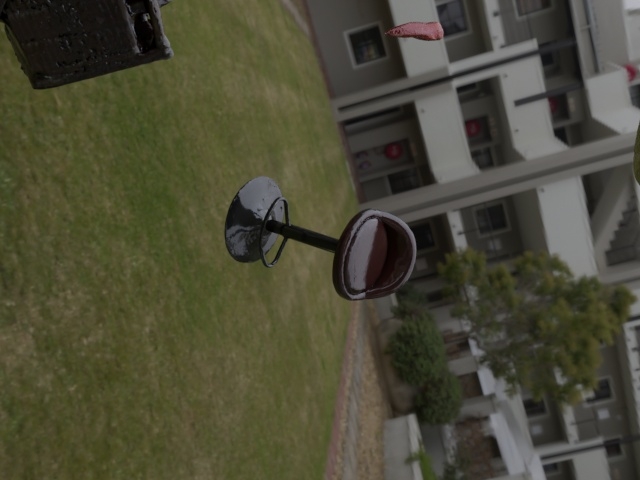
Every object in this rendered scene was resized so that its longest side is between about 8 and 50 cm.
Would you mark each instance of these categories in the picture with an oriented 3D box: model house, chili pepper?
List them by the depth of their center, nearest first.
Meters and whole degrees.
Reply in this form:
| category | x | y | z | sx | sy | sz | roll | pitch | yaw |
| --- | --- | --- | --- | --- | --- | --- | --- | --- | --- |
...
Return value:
| category | x | y | z | sx | sy | sz | roll | pitch | yaw |
| --- | --- | --- | --- | --- | --- | --- | --- | --- | --- |
| model house | -0.436 | -0.441 | 1.138 | 0.317 | 0.297 | 0.282 | 56 | -11 | 39 |
| chili pepper | 0.200 | -0.442 | 1.451 | 0.027 | 0.178 | 0.045 | -46 | -118 | 52 |

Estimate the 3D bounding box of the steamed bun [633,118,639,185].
| category | x | y | z | sx | sy | sz | roll | pitch | yaw |
| --- | --- | --- | --- | --- | --- | --- | --- | --- | --- |
| steamed bun | 0.402 | -0.147 | 0.644 | 0.238 | 0.153 | 0.170 | 99 | 14 | -46 |

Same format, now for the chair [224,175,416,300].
| category | x | y | z | sx | sy | sz | roll | pitch | yaw |
| --- | --- | --- | --- | --- | --- | --- | --- | --- | --- |
| chair | 0.000 | 0.000 | 1.598 | 0.227 | 0.401 | 0.226 | -34 | 133 | -47 |
